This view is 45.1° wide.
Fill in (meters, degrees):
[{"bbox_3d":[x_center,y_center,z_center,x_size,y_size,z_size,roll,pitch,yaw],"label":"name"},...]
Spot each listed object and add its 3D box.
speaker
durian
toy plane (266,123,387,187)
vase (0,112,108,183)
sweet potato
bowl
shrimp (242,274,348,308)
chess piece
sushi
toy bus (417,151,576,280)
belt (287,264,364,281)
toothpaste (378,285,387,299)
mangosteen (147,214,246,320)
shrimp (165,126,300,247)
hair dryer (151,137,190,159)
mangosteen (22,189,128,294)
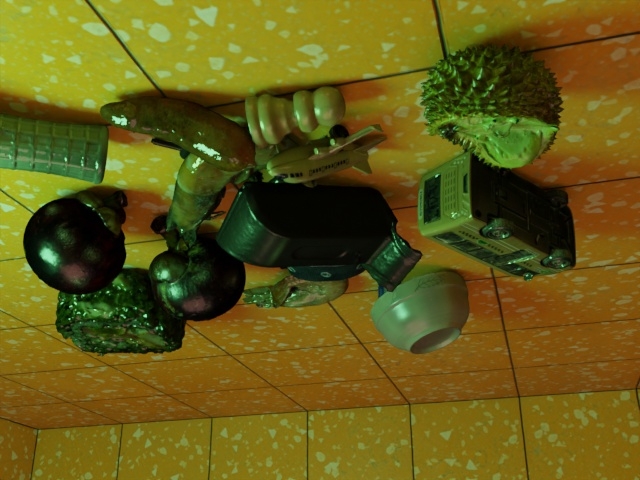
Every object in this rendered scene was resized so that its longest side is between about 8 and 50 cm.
[{"bbox_3d":[0.000,0.000,1.622,0.388,0.184,0.180,0,141,-31],"label":"speaker"},{"bbox_3d":[0.276,-0.223,1.254,0.237,0.176,0.200,9,145,-32],"label":"durian"},{"bbox_3d":[0.002,-0.156,1.459,0.256,0.104,0.242,-2,160,-37],"label":"toy plane"},{"bbox_3d":[-0.543,-0.174,1.399,0.298,0.143,0.143,6,155,-19],"label":"vase"},{"bbox_3d":[-0.246,-0.203,1.378,0.291,0.097,0.097,20,154,0],"label":"sweet potato"},{"bbox_3d":[0.295,0.220,2.157,0.287,0.144,0.287,-15,150,-9],"label":"bowl"},{"bbox_3d":[-0.076,0.133,2.154,0.317,0.077,0.168,-10,144,10],"label":"shrimp"},{"bbox_3d":[-0.039,-0.224,1.360,0.170,0.094,0.094,-11,154,7],"label":"chess piece"},{"bbox_3d":[-0.559,0.198,2.152,0.352,0.178,0.294,0,153,7],"label":"sushi"},{"bbox_3d":[0.386,-0.043,1.655,0.365,0.177,0.202,23,150,-35],"label":"toy bus"},{"bbox_3d":[0.012,0.023,1.843,0.218,0.122,0.128,-1,153,5],"label":"belt"},{"bbox_3d":[0.197,0.204,2.306,0.053,0.066,0.272,-3,155,4],"label":"toothpaste"},{"bbox_3d":[-0.308,0.060,1.858,0.231,0.231,0.289,-8,119,16],"label":"mangosteen"},{"bbox_3d":[-0.189,-0.100,1.619,0.272,0.085,0.445,3,150,-31],"label":"shrimp"},{"bbox_3d":[-0.288,-0.188,1.506,0.083,0.026,0.047,14,150,-13],"label":"hair dryer"},{"bbox_3d":[-0.522,-0.010,1.698,0.265,0.228,0.228,-49,142,5],"label":"mangosteen"}]
